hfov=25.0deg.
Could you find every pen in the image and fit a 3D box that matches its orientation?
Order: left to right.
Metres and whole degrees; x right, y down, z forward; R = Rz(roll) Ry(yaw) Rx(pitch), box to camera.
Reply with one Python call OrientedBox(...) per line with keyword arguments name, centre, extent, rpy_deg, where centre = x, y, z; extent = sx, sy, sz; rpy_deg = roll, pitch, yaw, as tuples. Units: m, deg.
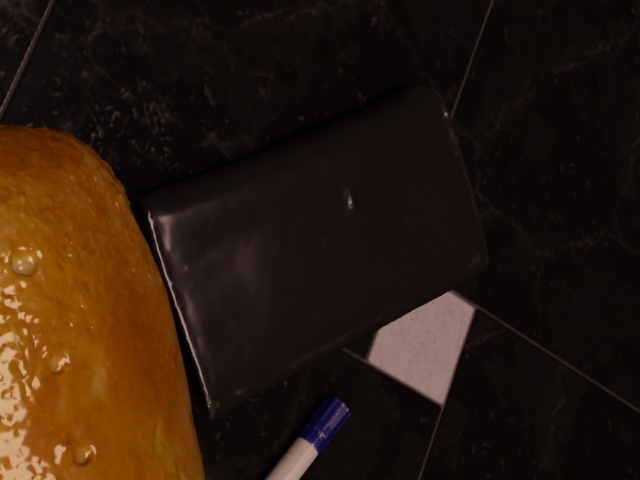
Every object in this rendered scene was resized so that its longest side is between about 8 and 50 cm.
OrientedBox(name="pen", centre=(-0.055, 0.261, 1.442), extent=(0.269, 0.033, 0.033), rpy_deg=(-50, 117, -28))

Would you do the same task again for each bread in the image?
OrientedBox(name="bread", centre=(-0.263, 0.106, 1.124), extent=(0.361, 0.250, 0.394), rpy_deg=(-15, 96, -49))

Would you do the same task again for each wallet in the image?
OrientedBox(name="wallet", centre=(-0.001, 0.000, 1.480), extent=(0.406, 0.062, 0.228), rpy_deg=(-25, 103, -35))
